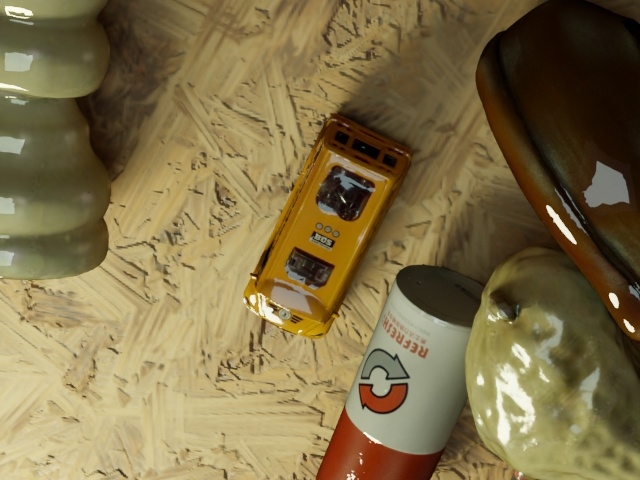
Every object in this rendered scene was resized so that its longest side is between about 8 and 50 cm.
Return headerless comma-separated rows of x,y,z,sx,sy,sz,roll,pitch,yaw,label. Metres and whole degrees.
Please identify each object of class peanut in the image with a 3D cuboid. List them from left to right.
0.212,0.132,1.426,0.159,0.143,0.291,-30,118,28,peanut

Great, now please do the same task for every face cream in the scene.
0.073,0.135,1.524,0.096,0.096,0.214,22,115,2,face cream

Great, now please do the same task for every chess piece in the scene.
-0.241,-0.133,1.456,0.167,0.167,0.299,11,108,7,chess piece

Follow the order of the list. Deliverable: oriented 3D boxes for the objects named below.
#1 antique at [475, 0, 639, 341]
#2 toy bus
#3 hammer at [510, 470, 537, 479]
0.225,-0.061,1.347,0.129,0.223,0.278,-33,69,20,antique
0.000,0.000,1.485,0.083,0.088,0.194,25,115,-1,toy bus
0.177,0.212,1.572,0.111,0.033,0.287,20,116,4,hammer
